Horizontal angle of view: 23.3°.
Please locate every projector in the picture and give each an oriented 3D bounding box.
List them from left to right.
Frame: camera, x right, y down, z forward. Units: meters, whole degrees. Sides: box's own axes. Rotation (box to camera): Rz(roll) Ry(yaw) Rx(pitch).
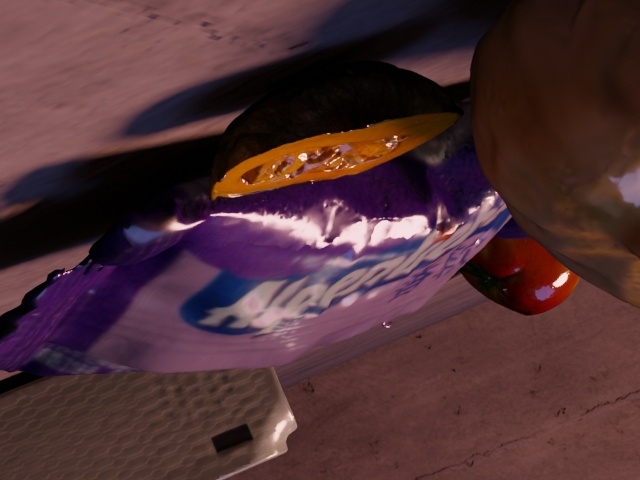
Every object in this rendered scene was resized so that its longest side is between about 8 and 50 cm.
[{"bbox_3d":[-0.148,0.133,1.000,0.250,0.108,0.198,-23,173,-6],"label":"projector"}]

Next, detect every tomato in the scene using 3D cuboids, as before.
[{"bbox_3d":[0.120,0.000,0.924,0.075,0.087,0.087,-50,-179,-16],"label":"tomato"}]

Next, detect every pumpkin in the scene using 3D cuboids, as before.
[{"bbox_3d":[0.001,-0.036,0.454,0.083,0.028,0.050,-18,172,-33],"label":"pumpkin"}]

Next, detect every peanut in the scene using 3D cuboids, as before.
[{"bbox_3d":[0.131,-0.040,0.514,0.101,0.117,0.263,-2,-172,30],"label":"peanut"}]

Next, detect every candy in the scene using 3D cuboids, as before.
[{"bbox_3d":[0.000,0.000,0.575,0.275,0.070,0.145,-12,162,-40],"label":"candy"}]

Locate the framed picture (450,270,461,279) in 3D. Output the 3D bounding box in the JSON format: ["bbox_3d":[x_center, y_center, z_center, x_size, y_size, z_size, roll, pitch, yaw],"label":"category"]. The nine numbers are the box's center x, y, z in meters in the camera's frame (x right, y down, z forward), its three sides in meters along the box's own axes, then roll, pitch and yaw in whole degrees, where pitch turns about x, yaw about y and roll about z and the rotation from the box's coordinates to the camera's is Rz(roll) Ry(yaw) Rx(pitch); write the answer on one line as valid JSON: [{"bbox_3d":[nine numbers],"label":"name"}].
[{"bbox_3d":[0.062,0.035,1.289,0.213,0.016,0.289,-19,173,-24],"label":"framed picture"}]
